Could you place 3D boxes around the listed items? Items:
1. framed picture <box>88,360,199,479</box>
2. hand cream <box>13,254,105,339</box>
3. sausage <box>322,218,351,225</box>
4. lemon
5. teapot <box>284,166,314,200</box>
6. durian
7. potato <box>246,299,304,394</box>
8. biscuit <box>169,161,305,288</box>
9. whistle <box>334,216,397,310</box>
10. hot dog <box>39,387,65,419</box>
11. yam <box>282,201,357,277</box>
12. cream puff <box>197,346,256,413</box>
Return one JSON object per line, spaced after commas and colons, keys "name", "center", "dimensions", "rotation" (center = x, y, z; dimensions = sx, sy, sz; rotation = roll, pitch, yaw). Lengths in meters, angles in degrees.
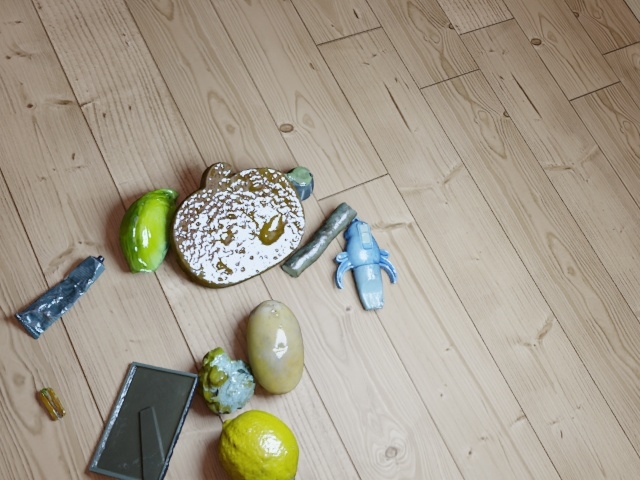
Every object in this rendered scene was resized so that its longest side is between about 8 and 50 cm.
{"name": "framed picture", "center": [-0.403, 0.419, 1.572], "dimensions": [0.192, 0.018, 0.265], "rotation": [6, 63, 23]}
{"name": "hand cream", "center": [-0.624, 0.125, 1.667], "dimensions": [0.075, 0.052, 0.248], "rotation": [41, 65, 5]}
{"name": "sausage", "center": [0.047, -0.051, 1.923], "dimensions": [0.083, 0.034, 0.034], "rotation": [-12, 72, -16]}
{"name": "lemon", "center": [-0.145, 0.489, 1.580], "dimensions": [0.193, 0.180, 0.181], "rotation": [19, 65, -7]}
{"name": "teapot", "center": [-0.071, -0.158, 1.905], "dimensions": [0.124, 0.091, 0.092], "rotation": [-36, 80, -25]}
{"name": "durian", "center": [-0.442, -0.033, 1.757], "dimensions": [0.139, 0.101, 0.250], "rotation": [28, 58, -42]}
{"name": "potato", "center": [-0.111, 0.262, 1.687], "dimensions": [0.150, 0.146, 0.234], "rotation": [-5, 70, -29]}
{"name": "biscuit", "center": [-0.223, -0.053, 1.791], "dimensions": [0.367, 0.063, 0.314], "rotation": [-27, 94, -20]}
{"name": "whistle", "center": [0.121, 0.061, 1.874], "dimensions": [0.180, 0.093, 0.269], "rotation": [-3, 75, -22]}
{"name": "hot dog", "center": [-0.621, 0.377, 1.584], "dimensions": [0.037, 0.021, 0.083], "rotation": [-32, 81, -2]}
{"name": "yam", "center": [0.000, 0.000, 1.856], "dimensions": [0.061, 0.061, 0.253], "rotation": [42, 75, 5]}
{"name": "cream puff", "center": [-0.236, 0.338, 1.654], "dimensions": [0.156, 0.156, 0.121], "rotation": [37, 107, 2]}
